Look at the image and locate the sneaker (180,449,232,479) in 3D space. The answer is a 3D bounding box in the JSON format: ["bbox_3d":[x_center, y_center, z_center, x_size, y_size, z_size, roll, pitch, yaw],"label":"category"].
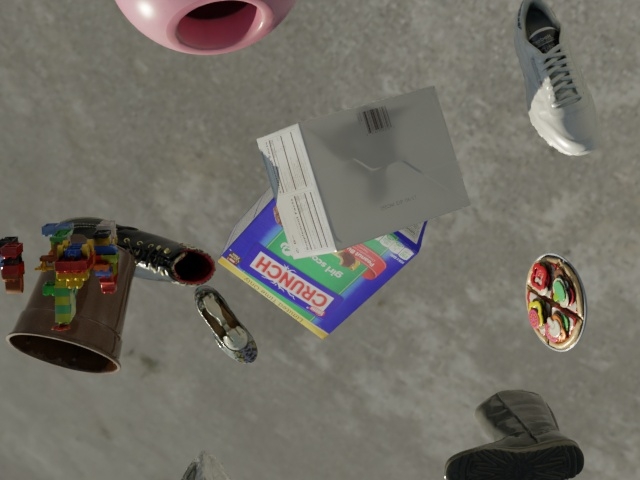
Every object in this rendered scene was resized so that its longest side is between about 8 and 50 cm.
[{"bbox_3d":[-0.121,0.357,1.457,0.115,0.090,0.232,27,-168,-22],"label":"sneaker"}]

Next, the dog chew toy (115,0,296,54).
[{"bbox_3d":[-0.132,-0.363,1.170,0.207,0.331,0.206,-11,161,-4],"label":"dog chew toy"}]

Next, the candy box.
[{"bbox_3d":[0.000,0.000,2.135,0.268,0.122,0.317,36,131,-10],"label":"candy box"}]

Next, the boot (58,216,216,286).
[{"bbox_3d":[-0.306,0.018,1.877,0.236,0.085,0.179,16,176,-40],"label":"boot"}]

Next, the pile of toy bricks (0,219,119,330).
[{"bbox_3d":[-0.277,0.044,1.223,0.118,0.105,0.212,-2,-172,-2],"label":"pile of toy bricks"}]

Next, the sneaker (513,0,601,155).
[{"bbox_3d":[0.323,-0.227,1.571,0.095,0.090,0.235,68,-178,-71],"label":"sneaker"}]

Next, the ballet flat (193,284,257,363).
[{"bbox_3d":[-0.117,0.104,1.382,0.114,0.041,0.041,53,149,-3],"label":"ballet flat"}]

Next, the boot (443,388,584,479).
[{"bbox_3d":[0.233,0.256,1.479,0.190,0.208,0.076,-3,108,-8],"label":"boot"}]

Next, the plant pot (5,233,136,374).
[{"bbox_3d":[-0.347,0.089,1.636,0.167,0.165,0.167,12,159,5],"label":"plant pot"}]

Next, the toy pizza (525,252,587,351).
[{"bbox_3d":[0.466,0.125,2.284,0.201,0.032,0.201,174,90,-66],"label":"toy pizza"}]

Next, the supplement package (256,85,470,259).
[{"bbox_3d":[0.067,-0.108,1.779,0.145,0.262,0.204,-12,96,60],"label":"supplement package"}]
